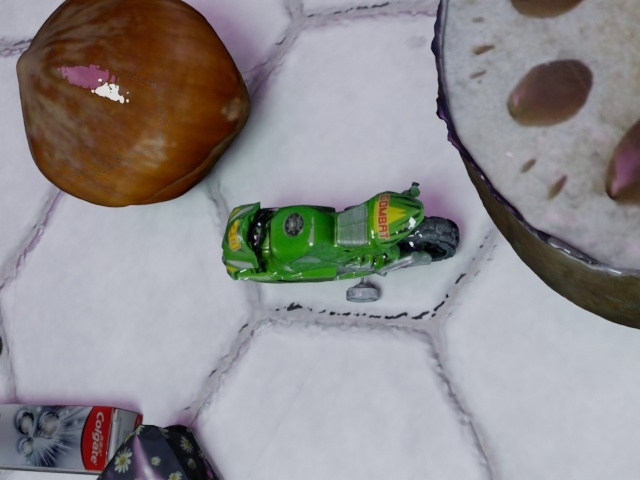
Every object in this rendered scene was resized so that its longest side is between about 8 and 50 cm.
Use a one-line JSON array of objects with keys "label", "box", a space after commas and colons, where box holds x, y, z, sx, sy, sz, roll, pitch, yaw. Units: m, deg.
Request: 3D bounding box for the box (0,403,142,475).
[{"label": "box", "box": [-0.250, 0.166, 0.770, 0.218, 0.039, 0.055, -5, 71, 25]}]

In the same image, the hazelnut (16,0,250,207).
[{"label": "hazelnut", "box": [-0.143, -0.113, 0.724, 0.182, 0.182, 0.182, -8, 71, 25]}]

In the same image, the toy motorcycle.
[{"label": "toy motorcycle", "box": [0.000, 0.000, 0.655, 0.190, 0.106, 0.074, -7, 72, 26]}]

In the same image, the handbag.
[{"label": "handbag", "box": [-0.108, 0.215, 0.667, 0.139, 0.072, 0.115, 39, 93, 26]}]

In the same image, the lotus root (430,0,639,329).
[{"label": "lotus root", "box": [0.202, -0.078, 0.534, 0.272, 0.192, 0.272, -8, 63, 17]}]
